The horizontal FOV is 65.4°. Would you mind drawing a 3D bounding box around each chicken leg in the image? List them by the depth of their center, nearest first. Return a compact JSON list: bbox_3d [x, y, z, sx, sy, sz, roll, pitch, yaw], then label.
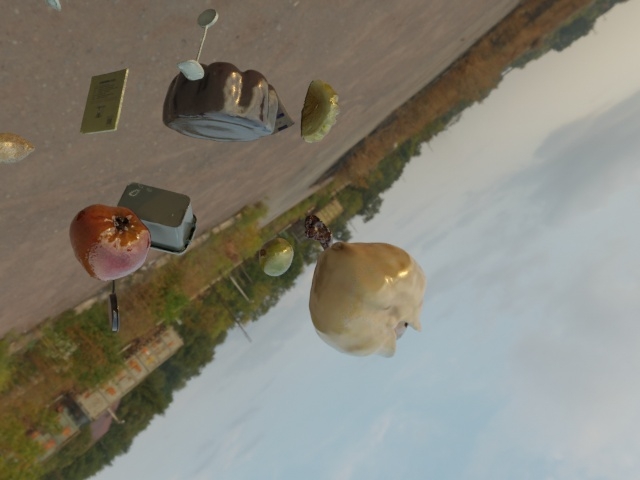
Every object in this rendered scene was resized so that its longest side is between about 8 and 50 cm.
[{"bbox_3d":[0.005,-0.005,1.881,0.093,0.205,0.053,-39,180,-12],"label":"chicken leg"}]

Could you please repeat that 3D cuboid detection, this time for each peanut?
[{"bbox_3d":[-0.871,-0.245,1.292,0.228,0.104,0.085,-2,116,-36],"label":"peanut"}]

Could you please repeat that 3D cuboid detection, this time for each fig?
[{"bbox_3d":[-0.158,0.056,1.775,0.121,0.135,0.153,3,159,-9],"label":"fig"}]

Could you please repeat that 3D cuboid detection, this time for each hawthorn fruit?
[{"bbox_3d":[-0.548,0.022,1.277,0.225,0.196,0.196,-50,176,32],"label":"hawthorn fruit"}]

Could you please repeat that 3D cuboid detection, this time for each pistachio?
[{"bbox_3d":[0.085,0.113,0.965,0.229,0.238,0.321,-34,167,-8],"label":"pistachio"}]

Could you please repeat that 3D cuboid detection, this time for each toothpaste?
[{"bbox_3d":[-0.185,-0.508,1.876,0.096,0.266,0.061,-27,153,2],"label":"toothpaste"}]

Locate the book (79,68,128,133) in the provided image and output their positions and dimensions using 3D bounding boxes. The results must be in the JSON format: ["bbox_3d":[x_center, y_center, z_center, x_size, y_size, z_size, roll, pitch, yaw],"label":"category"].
[{"bbox_3d":[-0.645,-0.411,1.483,0.168,0.192,0.013,2,169,32],"label":"book"}]

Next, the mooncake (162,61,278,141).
[{"bbox_3d":[-0.267,-0.365,1.348,0.306,0.154,0.306,7,177,0],"label":"mooncake"}]

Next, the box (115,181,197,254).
[{"bbox_3d":[-0.508,-0.073,1.538,0.135,0.243,0.163,111,-7,-55],"label":"box"}]

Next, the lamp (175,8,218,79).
[{"bbox_3d":[-0.262,-0.433,1.065,0.050,0.198,0.056,-5,153,20],"label":"lamp"}]

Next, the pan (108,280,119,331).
[{"bbox_3d":[-0.714,0.213,1.710,0.028,0.235,0.136,-1,124,-26],"label":"pan"}]

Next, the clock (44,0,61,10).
[{"bbox_3d":[-0.663,-0.635,1.119,0.053,0.236,0.236,-25,180,-17],"label":"clock"}]

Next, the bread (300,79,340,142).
[{"bbox_3d":[0.007,-0.334,1.282,0.094,0.157,0.083,1,180,43],"label":"bread"}]
